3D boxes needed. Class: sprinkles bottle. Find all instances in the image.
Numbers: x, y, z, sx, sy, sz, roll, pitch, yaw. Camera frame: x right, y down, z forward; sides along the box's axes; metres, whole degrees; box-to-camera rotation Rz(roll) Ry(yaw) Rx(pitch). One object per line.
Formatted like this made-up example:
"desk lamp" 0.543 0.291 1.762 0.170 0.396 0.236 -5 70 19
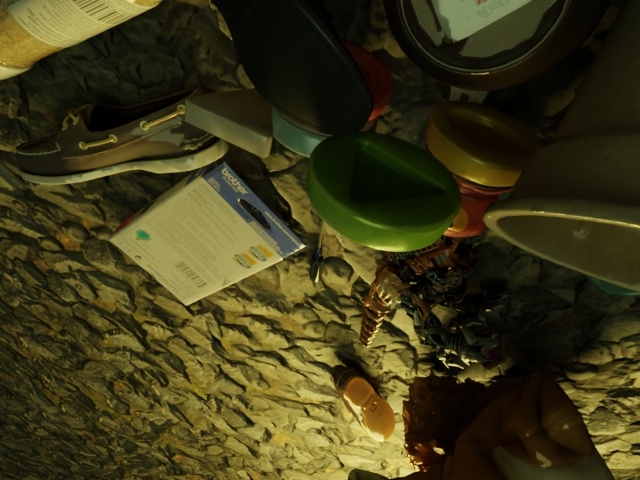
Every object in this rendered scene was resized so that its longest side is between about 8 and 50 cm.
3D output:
"sprinkles bottle" -0.283 -0.290 0.581 0.356 0.121 0.121 -10 127 25

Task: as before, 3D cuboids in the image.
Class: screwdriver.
"screwdriver" 0.000 0.000 0.825 0.024 0.025 0.169 14 125 7

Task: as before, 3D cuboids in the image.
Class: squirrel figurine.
"squirrel figurine" 0.240 0.378 0.820 0.371 0.397 0.280 -30 97 10

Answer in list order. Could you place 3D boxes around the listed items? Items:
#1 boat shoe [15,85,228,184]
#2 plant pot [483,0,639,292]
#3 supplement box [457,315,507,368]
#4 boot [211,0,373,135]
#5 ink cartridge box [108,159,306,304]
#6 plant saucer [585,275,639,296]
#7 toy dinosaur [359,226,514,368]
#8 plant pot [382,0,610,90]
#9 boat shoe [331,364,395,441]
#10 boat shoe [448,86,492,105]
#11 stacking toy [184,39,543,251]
"boat shoe" -0.293 -0.147 0.722 0.325 0.116 0.096 -3 125 16
"plant pot" 0.335 -0.105 0.377 0.334 0.334 0.305 20 89 0
"supplement box" 0.266 0.166 0.853 0.083 0.055 0.043 38 131 -16
"boot" -0.006 -0.245 0.451 0.263 0.229 0.091 48 141 -13
"ink cartridge box" -0.185 -0.011 0.841 0.311 0.065 0.186 -24 120 37
"plant saucer" 0.430 0.040 0.708 0.120 0.021 0.119 10 132 11
"toy dinosaur" 0.159 0.065 0.769 0.218 0.164 0.322 39 151 2
"plant pot" 0.134 -0.209 0.409 0.216 0.230 0.215 10 121 17
"boat shoe" 0.089 0.331 1.061 0.073 0.073 0.206 23 147 55
"boat shoe" 0.173 -0.176 0.587 0.049 0.040 0.142 27 134 13
"stacking toy" 0.036 -0.077 0.536 0.309 0.279 0.130 33 135 17
